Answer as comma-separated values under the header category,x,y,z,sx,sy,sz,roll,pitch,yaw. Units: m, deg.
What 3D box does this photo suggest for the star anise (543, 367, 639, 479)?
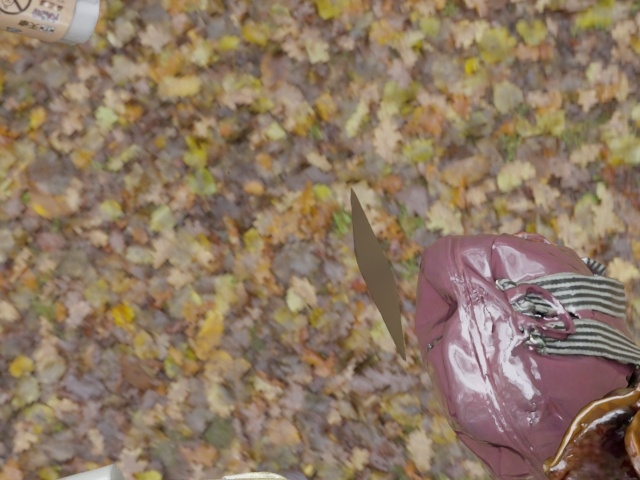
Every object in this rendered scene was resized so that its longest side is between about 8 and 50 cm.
category,x,y,z,sx,sy,sz,roll,pitch,yaw
star anise,0.277,0.133,0.913,0.220,0.126,0.190,-40,30,4

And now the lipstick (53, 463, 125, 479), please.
category,x,y,z,sx,sy,sz,roll,pitch,yaw
lipstick,-0.371,0.348,1.530,0.254,0.070,0.070,-17,65,5

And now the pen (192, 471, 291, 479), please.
category,x,y,z,sx,sy,sz,roll,pitch,yaw
pen,-0.145,0.291,1.415,0.233,0.032,0.040,-2,38,5

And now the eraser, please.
category,x,y,z,sx,sy,sz,roll,pitch,yaw
eraser,-0.436,-0.367,1.638,0.087,0.290,0.171,45,119,50

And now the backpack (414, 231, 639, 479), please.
category,x,y,z,sx,sy,sz,roll,pitch,yaw
backpack,0.205,0.108,1.154,0.197,0.317,0.283,-23,62,18

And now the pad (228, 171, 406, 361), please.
category,x,y,z,sx,sy,sz,roll,pitch,yaw
pad,0.018,-0.015,1.559,0.055,0.323,0.250,-40,18,17
